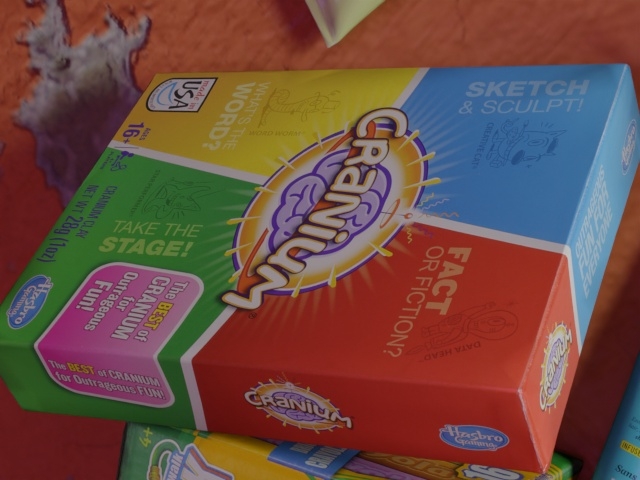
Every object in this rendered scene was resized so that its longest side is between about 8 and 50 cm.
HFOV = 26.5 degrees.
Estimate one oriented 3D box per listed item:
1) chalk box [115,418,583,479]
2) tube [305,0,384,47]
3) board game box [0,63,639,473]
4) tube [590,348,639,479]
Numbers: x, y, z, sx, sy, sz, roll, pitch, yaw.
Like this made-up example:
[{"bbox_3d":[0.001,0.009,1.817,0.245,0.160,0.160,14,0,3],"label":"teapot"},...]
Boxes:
[{"bbox_3d":[-0.018,0.190,0.816,0.289,0.179,0.180,13,99,26],"label":"chalk box"},{"bbox_3d":[0.074,-0.213,0.806,0.240,0.062,0.070,-29,40,31],"label":"tube"},{"bbox_3d":[0.000,0.000,0.768,0.316,0.242,0.064,2,136,26],"label":"board game box"},{"bbox_3d":[0.202,0.101,0.774,0.080,0.052,0.207,23,98,14],"label":"tube"}]
